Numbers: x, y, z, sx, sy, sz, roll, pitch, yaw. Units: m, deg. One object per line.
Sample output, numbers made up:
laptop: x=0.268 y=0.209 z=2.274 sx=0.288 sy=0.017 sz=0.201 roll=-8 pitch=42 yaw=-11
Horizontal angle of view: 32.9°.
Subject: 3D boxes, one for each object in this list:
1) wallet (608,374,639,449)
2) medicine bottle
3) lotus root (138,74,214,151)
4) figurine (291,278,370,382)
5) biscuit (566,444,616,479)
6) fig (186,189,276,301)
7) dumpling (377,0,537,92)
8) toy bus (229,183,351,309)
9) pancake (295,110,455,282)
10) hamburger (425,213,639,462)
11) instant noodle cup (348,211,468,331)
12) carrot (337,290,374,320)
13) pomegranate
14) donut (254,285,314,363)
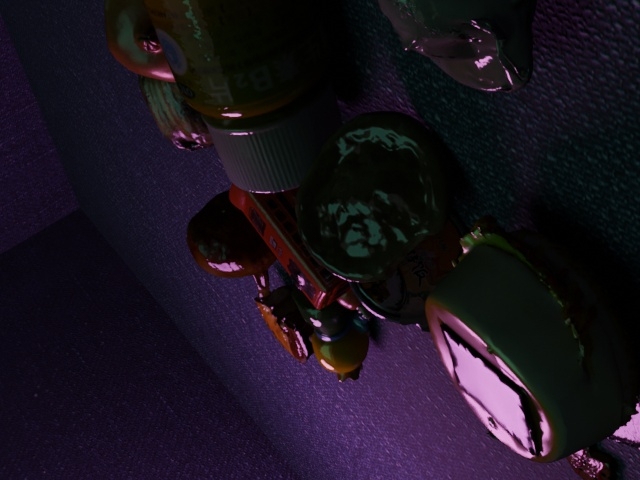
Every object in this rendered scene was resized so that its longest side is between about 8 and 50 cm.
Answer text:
wallet: x=0.356 y=0.204 z=1.415 sx=0.124 sy=0.025 sz=0.244 roll=62 pitch=161 yaw=-14
medicine bottle: x=-0.101 y=-0.270 z=1.479 sx=0.224 sy=0.224 sz=0.384 roll=36 pitch=152 yaw=48
lotus root: x=-0.260 y=-0.293 z=1.990 sx=0.278 sy=0.154 sz=0.154 roll=62 pitch=161 yaw=-18
figurine: x=0.017 y=0.149 z=2.068 sx=0.185 sy=0.127 sz=0.234 roll=56 pitch=180 yaw=45
biscuit: x=0.378 y=0.315 z=1.557 sx=0.130 sy=0.019 sz=0.119 roll=47 pitch=160 yaw=28
fig: x=-0.167 y=0.011 z=2.222 sx=0.191 sy=0.190 sz=0.290 roll=51 pitch=172 yaw=16
dumpling: x=0.125 y=-0.272 z=1.065 sx=0.293 sy=0.163 sz=0.204 roll=52 pitch=-165 yaw=10
toy bus: x=-0.044 y=-0.055 z=1.811 sx=0.329 sy=0.153 sz=0.143 roll=53 pitch=163 yaw=11
pancake: x=0.066 y=-0.058 z=1.448 sx=0.042 sy=0.236 sz=0.223 roll=-2 pitch=-109 yaw=-62
hamburger: x=0.258 y=0.120 z=1.292 sx=0.276 sy=0.179 sz=0.294 roll=41 pitch=158 yaw=48
instant noodle cup: x=0.123 y=0.033 z=1.537 sx=0.125 sy=0.177 sz=0.208 roll=74 pitch=-175 yaw=-81
carrot: x=0.000 y=0.000 z=1.937 sx=0.336 sy=0.069 sz=0.069 roll=57 pitch=162 yaw=7
pomegranate: x=-0.257 y=-0.366 z=1.770 sx=0.209 sy=0.209 sz=0.209 roll=48 pitch=160 yaw=24
donut: x=-0.051 y=0.178 z=2.326 sx=0.217 sy=0.085 sz=0.141 roll=31 pitch=149 yaw=54
